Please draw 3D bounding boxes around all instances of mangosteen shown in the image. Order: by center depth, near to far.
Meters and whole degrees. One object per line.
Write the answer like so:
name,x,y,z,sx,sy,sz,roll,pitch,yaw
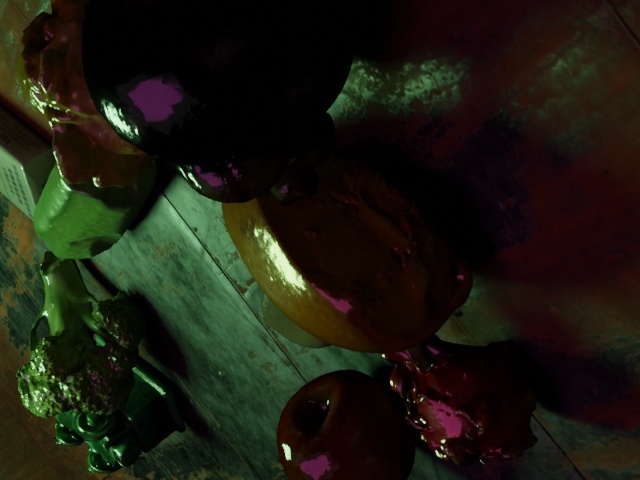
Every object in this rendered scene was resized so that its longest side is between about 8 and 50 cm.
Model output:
mangosteen,-0.081,-0.167,1.210,0.287,0.233,0.287,40,-168,-10

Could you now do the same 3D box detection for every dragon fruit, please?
dragon fruit,0.145,0.163,1.384,0.207,0.133,0.150,46,113,9

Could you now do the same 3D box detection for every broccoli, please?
broccoli,-0.437,0.175,2.261,0.254,0.186,0.302,4,101,32

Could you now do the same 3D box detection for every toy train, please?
toy train,-0.412,0.322,2.427,0.266,0.202,0.145,32,149,37

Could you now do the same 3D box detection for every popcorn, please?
popcorn,-0.267,-0.192,1.572,0.190,0.191,0.253,-9,124,23

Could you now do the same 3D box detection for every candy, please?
candy,-0.349,-0.059,1.916,0.132,0.142,0.343,44,155,-2

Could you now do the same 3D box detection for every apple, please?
apple,0.036,0.265,1.662,0.168,0.181,0.181,39,164,-32

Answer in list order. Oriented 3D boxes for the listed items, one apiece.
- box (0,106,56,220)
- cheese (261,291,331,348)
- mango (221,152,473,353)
box,-0.550,-0.151,2.205,0.259,0.071,0.168,35,149,30
cheese,-0.022,0.056,1.578,0.175,0.091,0.202,45,153,18
mango,0.000,0.000,1.369,0.350,0.201,0.199,28,105,48
